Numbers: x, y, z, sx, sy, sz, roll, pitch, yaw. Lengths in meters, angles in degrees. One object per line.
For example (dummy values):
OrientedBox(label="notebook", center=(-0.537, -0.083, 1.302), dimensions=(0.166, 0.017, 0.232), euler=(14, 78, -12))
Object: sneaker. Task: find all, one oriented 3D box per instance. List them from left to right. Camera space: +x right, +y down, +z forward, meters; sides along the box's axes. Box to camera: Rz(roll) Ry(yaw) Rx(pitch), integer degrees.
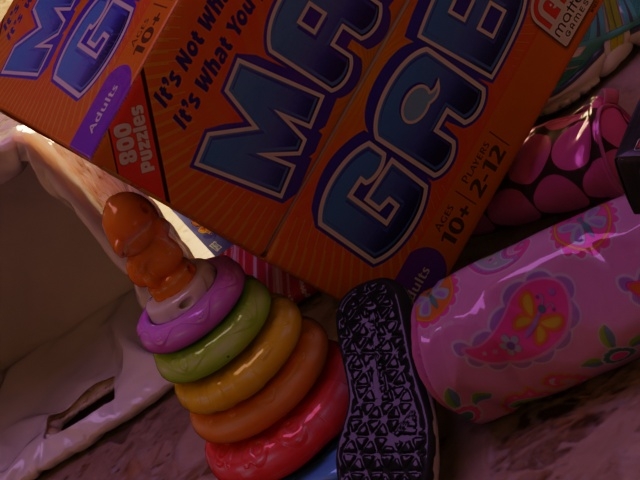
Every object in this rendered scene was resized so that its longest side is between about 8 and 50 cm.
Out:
OrientedBox(label="sneaker", center=(0.069, 0.139, 1.214), dimensions=(0.084, 0.097, 0.234), euler=(-14, 56, 23))
OrientedBox(label="sneaker", center=(0.291, -0.244, 1.555), dimensions=(0.275, 0.110, 0.107), euler=(-42, 23, -11))

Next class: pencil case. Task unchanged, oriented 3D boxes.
OrientedBox(label="pencil case", center=(0.195, -0.066, 1.381), dimensions=(0.209, 0.098, 0.095), euler=(-17, -5, 39))
OrientedBox(label="pencil case", center=(0.205, 0.044, 1.140), dimensions=(0.284, 0.124, 0.124), euler=(-28, 25, 25))

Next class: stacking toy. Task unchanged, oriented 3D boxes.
OrientedBox(label="stacking toy", center=(-0.088, 0.077, 1.264), dimensions=(0.166, 0.302, 0.175), euler=(-22, 29, 33))

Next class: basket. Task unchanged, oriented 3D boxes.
OrientedBox(label="basket", center=(-0.342, 0.047, 1.664), dimensions=(0.328, 0.331, 0.266), euler=(-34, 21, 10))

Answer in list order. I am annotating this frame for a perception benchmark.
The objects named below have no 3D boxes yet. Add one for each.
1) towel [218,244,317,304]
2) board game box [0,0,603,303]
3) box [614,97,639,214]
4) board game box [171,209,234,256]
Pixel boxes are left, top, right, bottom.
OrientedBox(label="towel", center=(0.000, 0.000, 1.631), dimensions=(0.275, 0.031, 0.199), euler=(-34, 25, 15))
OrientedBox(label="board game box", center=(-0.043, -0.180, 1.377), dimensions=(0.356, 0.356, 0.356), euler=(-61, 33, -1))
OrientedBox(label="box", center=(0.340, -0.098, 1.029), dimensions=(0.231, 0.056, 0.183), euler=(0, 42, 34))
OrientedBox(label="board game box", center=(-0.114, -0.180, 1.866), dimensions=(0.078, 0.233, 0.347), euler=(-24, 26, 39))
